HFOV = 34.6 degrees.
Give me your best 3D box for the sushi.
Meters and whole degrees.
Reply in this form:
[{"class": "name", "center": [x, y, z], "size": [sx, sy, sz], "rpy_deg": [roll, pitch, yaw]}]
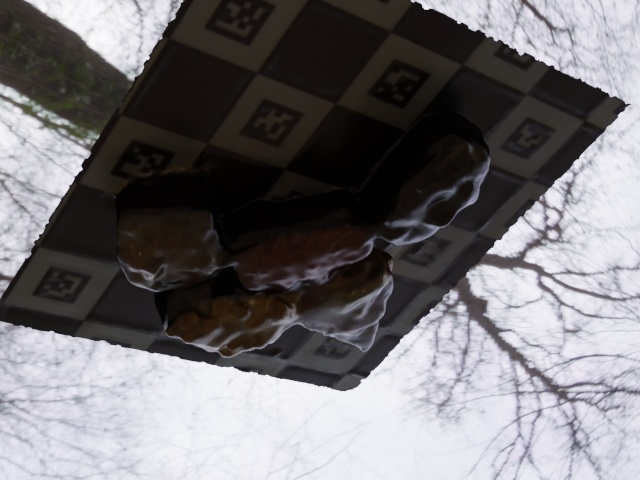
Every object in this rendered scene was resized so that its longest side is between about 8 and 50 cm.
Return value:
[{"class": "sushi", "center": [0.000, 0.000, 0.722], "size": [0.359, 0.343, 0.064], "rpy_deg": [-51, -140, 30]}]
